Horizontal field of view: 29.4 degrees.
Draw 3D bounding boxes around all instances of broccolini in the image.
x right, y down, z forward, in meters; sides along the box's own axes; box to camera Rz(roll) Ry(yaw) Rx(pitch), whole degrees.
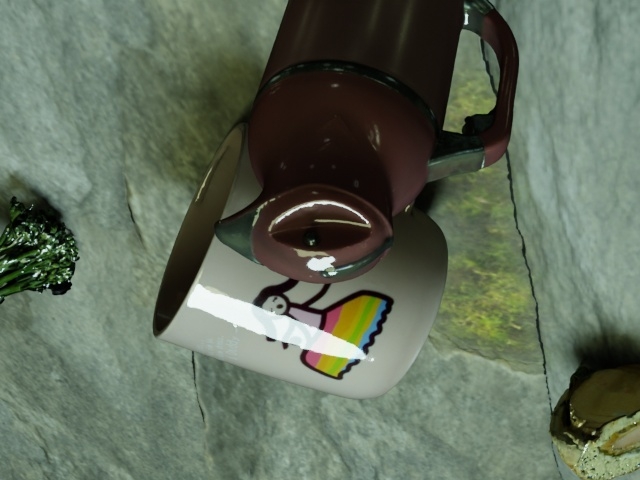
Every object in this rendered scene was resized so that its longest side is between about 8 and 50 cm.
[{"bbox_3d":[-0.336,0.078,1.214,0.271,0.062,0.123,-50,135,9],"label":"broccolini"}]

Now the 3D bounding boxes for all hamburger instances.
[{"bbox_3d":[0.276,0.169,1.173,0.102,0.176,0.087,32,128,45],"label":"hamburger"}]

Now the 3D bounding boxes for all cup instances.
[{"bbox_3d":[0.000,0.000,1.021,0.200,0.191,0.253,22,109,-14],"label":"cup"}]

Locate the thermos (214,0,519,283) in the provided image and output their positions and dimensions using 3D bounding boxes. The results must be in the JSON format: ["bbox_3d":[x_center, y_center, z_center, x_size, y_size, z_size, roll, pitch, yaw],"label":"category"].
[{"bbox_3d":[0.038,-0.105,0.729,0.136,0.330,0.109,29,140,-17],"label":"thermos"}]
